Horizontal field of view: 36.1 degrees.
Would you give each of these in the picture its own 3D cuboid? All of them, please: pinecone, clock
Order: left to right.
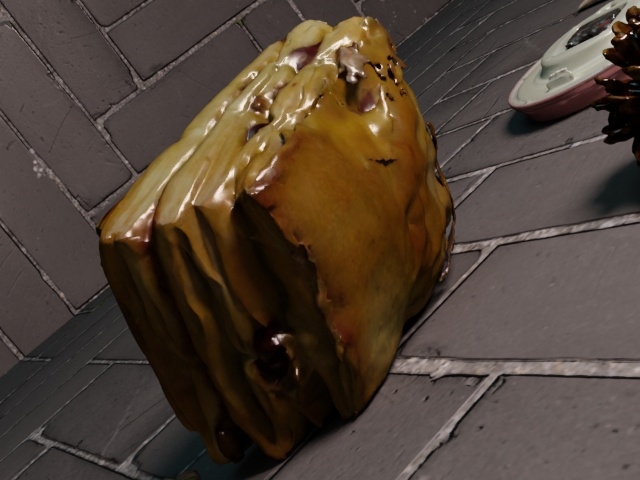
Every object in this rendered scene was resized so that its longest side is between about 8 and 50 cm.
[{"bbox_3d":[0.324,-0.223,1.135,0.244,0.056,0.244,-35,11,8],"label":"clock"},{"bbox_3d":[0.270,-0.123,0.741,0.140,0.120,0.140,-17,13,4],"label":"pinecone"}]

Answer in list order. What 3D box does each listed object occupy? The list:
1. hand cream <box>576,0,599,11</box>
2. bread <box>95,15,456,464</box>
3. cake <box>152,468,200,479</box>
[{"bbox_3d":[0.441,-0.386,1.488,0.061,0.039,0.143,-47,5,-13],"label":"hand cream"},{"bbox_3d":[0.000,0.000,0.802,0.167,0.277,0.324,7,40,39],"label":"bread"},{"bbox_3d":[-0.180,0.261,0.773,0.225,0.090,0.109,-20,6,-13],"label":"cake"}]
